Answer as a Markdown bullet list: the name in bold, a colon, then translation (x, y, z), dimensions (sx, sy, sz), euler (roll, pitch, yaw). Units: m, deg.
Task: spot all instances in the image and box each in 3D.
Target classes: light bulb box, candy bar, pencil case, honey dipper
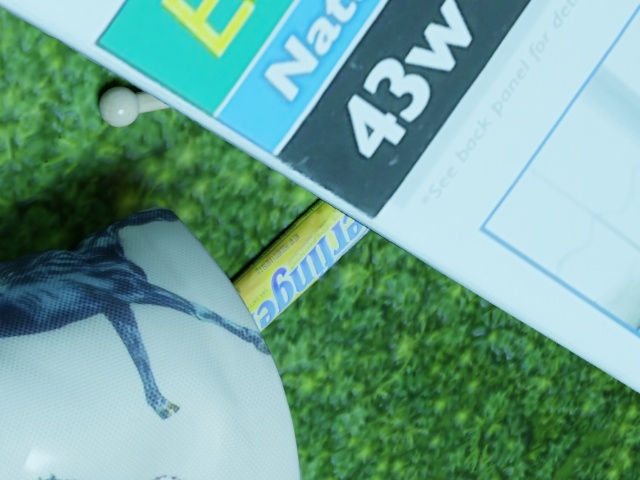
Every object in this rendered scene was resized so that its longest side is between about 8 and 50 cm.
- **light bulb box**: translation (-0.023, -0.158, 0.599), dimensions (0.361, 0.358, 0.225), euler (31, 93, -48)
- **candy bar**: translation (0.000, 0.000, 0.967), dimensions (0.161, 0.018, 0.040), euler (-42, 136, -10)
- **pencil case**: translation (-0.194, 0.121, 0.775), dimensions (0.410, 0.160, 0.184), euler (-20, 127, -30)
- **honey dipper**: translation (-0.029, -0.074, 0.889), dimensions (0.160, 0.030, 0.030), euler (-15, 125, -29)
